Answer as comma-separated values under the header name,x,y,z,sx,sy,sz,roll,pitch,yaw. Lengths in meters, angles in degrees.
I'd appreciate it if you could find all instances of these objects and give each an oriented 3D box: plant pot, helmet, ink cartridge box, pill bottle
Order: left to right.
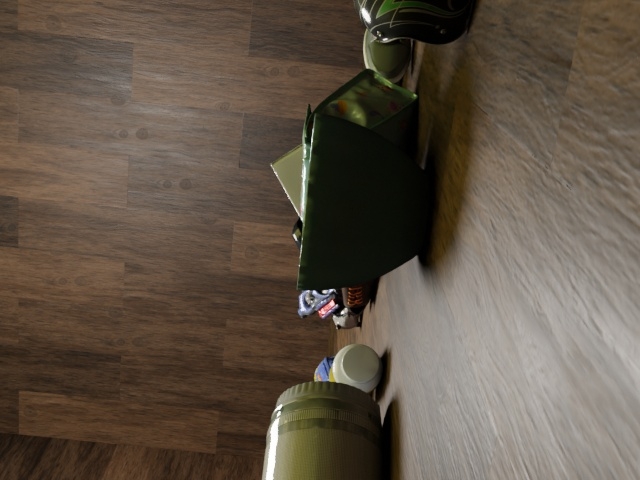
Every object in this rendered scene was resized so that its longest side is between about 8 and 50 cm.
name,x,y,z,sx,sy,sz,roll,pitch,yaw
ink cartridge box,0.017,-0.127,2.028,0.223,0.129,0.307,60,-167,0
pill bottle,0.073,0.271,1.702,0.184,0.103,0.103,99,177,-70
plant pot,0.071,-0.052,1.355,0.290,0.195,0.290,-174,90,-89
helmet,0.126,-0.356,1.144,0.169,0.161,0.170,-174,90,-89

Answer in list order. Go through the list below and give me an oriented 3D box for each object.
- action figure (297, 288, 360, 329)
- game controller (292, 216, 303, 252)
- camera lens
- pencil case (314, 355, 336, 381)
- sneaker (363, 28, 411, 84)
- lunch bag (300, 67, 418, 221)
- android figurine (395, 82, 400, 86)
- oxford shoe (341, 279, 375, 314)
name,x,y,z,sx,sy,sz,roll,pitch,yaw
action figure,0.079,0.091,2.332,0.341,0.178,0.330,-34,51,52
game controller,0.000,0.000,2.063,0.319,0.067,0.167,-64,-49,-76
camera lens,0.004,0.422,1.490,0.219,0.219,0.274,98,177,-48
pencil case,0.047,0.353,1.963,0.306,0.119,0.133,-126,13,-87
sneaker,0.150,-0.487,1.712,0.178,0.123,0.296,70,-154,-72
lunch bag,0.049,-0.172,1.609,0.262,0.160,0.223,-40,-27,-32
android figurine,0.167,-0.456,1.972,0.273,0.056,0.248,99,176,-52
oxford shoe,0.093,0.107,1.990,0.271,0.096,0.099,71,-161,-69
